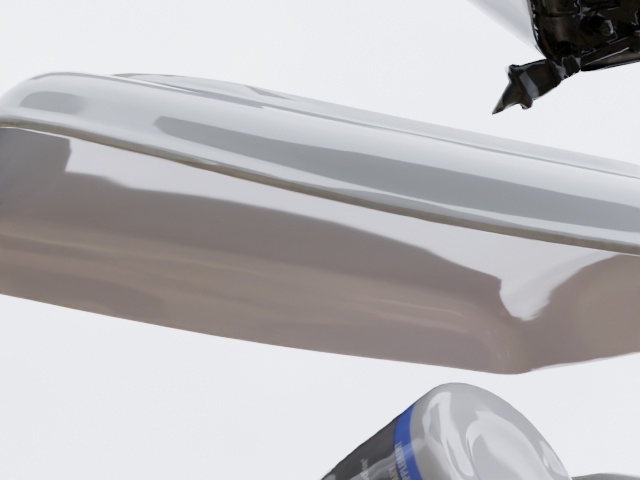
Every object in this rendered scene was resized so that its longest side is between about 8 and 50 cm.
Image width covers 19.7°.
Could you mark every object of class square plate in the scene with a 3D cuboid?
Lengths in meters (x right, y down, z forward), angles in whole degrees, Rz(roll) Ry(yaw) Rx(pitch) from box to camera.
[{"bbox_3d":[0.000,0.000,0.801,0.347,0.049,0.344,10,-13,-17],"label":"square plate"}]

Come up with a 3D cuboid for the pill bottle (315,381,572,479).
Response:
[{"bbox_3d":[0.017,0.115,0.618,0.078,0.078,0.137,45,-63,-8],"label":"pill bottle"}]

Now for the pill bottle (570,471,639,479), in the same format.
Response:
[{"bbox_3d":[0.207,0.291,0.865,0.224,0.224,0.392,-14,-41,37],"label":"pill bottle"}]

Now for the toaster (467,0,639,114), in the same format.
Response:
[{"bbox_3d":[0.118,-0.148,0.598,0.186,0.110,0.168,-12,-70,-13],"label":"toaster"}]
